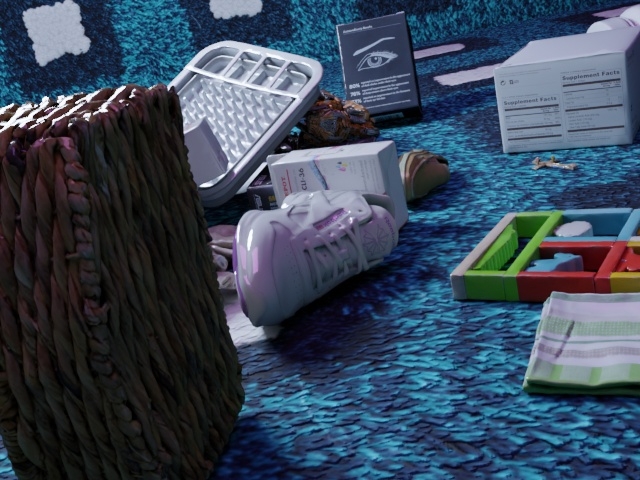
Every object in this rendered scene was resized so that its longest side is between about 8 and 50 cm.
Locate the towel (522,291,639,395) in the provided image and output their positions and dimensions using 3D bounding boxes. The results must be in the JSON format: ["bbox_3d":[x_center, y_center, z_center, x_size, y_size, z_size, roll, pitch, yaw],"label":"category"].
[{"bbox_3d":[0.234,0.081,0.688,0.113,0.023,0.152,-4,20,25],"label":"towel"}]

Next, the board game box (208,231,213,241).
[{"bbox_3d":[-0.238,0.006,1.082,0.165,0.042,0.243,-30,14,-10],"label":"board game box"}]

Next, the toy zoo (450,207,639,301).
[{"bbox_3d":[0.303,0.012,0.839,0.293,0.030,0.192,0,21,33],"label":"toy zoo"}]

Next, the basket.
[{"bbox_3d":[-0.208,0.054,0.609,0.222,0.299,0.213,-5,21,13],"label":"basket"}]

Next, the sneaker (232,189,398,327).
[{"bbox_3d":[0.000,0.000,0.932,0.152,0.114,0.305,-6,19,21],"label":"sneaker"}]

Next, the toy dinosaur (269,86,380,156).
[{"bbox_3d":[0.020,-0.210,1.569,0.218,0.165,0.322,13,-11,23],"label":"toy dinosaur"}]

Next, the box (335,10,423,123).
[{"bbox_3d":[0.126,-0.359,1.752,0.153,0.207,0.108,-8,-5,11],"label":"box"}]

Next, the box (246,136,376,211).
[{"bbox_3d":[-0.004,-0.105,1.346,0.183,0.056,0.231,-8,19,13],"label":"box"}]

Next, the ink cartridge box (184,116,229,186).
[{"bbox_3d":[-0.237,-0.098,1.201,0.190,0.082,0.140,-28,14,2],"label":"ink cartridge box"}]

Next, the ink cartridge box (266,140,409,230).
[{"bbox_3d":[0.009,-0.064,1.120,0.198,0.115,0.067,-3,20,28],"label":"ink cartridge box"}]

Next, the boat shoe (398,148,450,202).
[{"bbox_3d":[0.157,-0.101,1.226,0.072,0.068,0.190,6,22,15],"label":"boat shoe"}]

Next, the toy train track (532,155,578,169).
[{"bbox_3d":[0.347,-0.116,1.225,0.048,0.014,0.083,-21,20,-25],"label":"toy train track"}]

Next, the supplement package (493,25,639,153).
[{"bbox_3d":[0.429,-0.256,1.383,0.203,0.145,0.262,-2,21,28],"label":"supplement package"}]

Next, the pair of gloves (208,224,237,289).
[{"bbox_3d":[-0.148,0.028,1.063,0.204,0.042,0.240,0,21,34],"label":"pair of gloves"}]

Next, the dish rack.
[{"bbox_3d":[-0.170,-0.194,1.395,0.285,0.072,0.333,21,60,34],"label":"dish rack"}]

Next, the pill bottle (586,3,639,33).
[{"bbox_3d":[0.667,-0.384,1.588,0.282,0.161,0.160,-15,18,-8],"label":"pill bottle"}]
